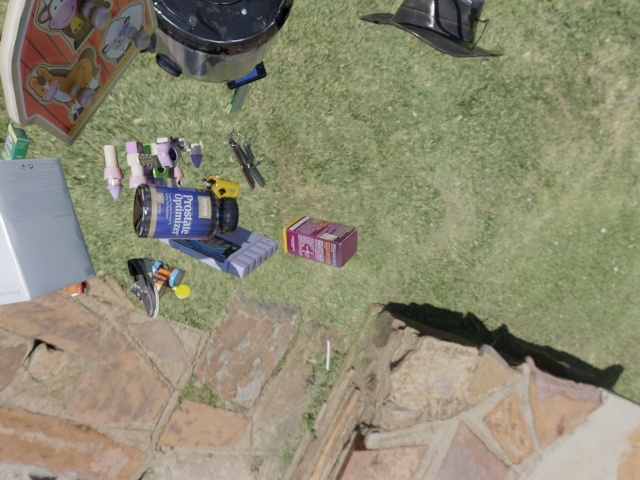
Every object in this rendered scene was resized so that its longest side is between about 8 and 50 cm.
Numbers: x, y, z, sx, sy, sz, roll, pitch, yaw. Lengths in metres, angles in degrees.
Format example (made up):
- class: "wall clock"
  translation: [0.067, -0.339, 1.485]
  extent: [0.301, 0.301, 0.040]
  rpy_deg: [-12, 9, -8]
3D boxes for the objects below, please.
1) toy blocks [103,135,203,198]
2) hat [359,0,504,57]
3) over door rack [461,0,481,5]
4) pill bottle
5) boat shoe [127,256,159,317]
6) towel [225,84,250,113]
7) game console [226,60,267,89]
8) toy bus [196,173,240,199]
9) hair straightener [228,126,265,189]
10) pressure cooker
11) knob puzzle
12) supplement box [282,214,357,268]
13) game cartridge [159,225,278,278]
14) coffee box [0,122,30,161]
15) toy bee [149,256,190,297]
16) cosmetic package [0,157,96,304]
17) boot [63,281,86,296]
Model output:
- class: "toy blocks"
  translation: [-0.595, -0.227, 1.536]
  extent: [0.308, 0.288, 0.260]
  rpy_deg: [-3, 96, 18]
- class: "hat"
  translation: [0.253, -0.481, 0.846]
  extent: [0.330, 0.331, 0.134]
  rpy_deg: [6, 126, -18]
- class: "over door rack"
  translation: [0.140, -0.410, 0.506]
  extent: [0.323, 0.239, 0.108]
  rpy_deg: [6, 102, -13]
- class: "pill bottle"
  translation: [-0.309, -0.063, 0.954]
  extent: [0.219, 0.122, 0.123]
  rpy_deg: [1, 98, -34]
- class: "boat shoe"
  translation: [-0.400, 0.106, 0.919]
  extent: [0.049, 0.152, 0.056]
  rpy_deg: [4, 139, -46]
- class: "towel"
  translation: [-0.315, -0.543, 1.564]
  extent: [0.023, 0.152, 0.113]
  rpy_deg: [28, 111, -4]
- class: "game console"
  translation: [-0.270, -0.603, 1.389]
  extent: [0.143, 0.085, 0.124]
  rpy_deg: [-19, 69, 4]
- class: "toy bus"
  translation: [-0.450, -0.230, 1.766]
  extent: [0.190, 0.202, 0.105]
  rpy_deg: [18, 100, 0]
- class: "hair straightener"
  translation: [-0.234, -0.275, 1.372]
  extent: [0.088, 0.047, 0.231]
  rpy_deg: [-8, 127, 19]
- class: "pressure cooker"
  translation: [-0.274, -0.587, 1.001]
  extent: [0.369, 0.420, 0.376]
  rpy_deg: [19, 91, -18]
- class: "knob puzzle"
  translation: [-0.201, -0.176, 0.362]
  extent: [0.030, 0.213, 0.213]
  rpy_deg: [32, 87, -9]
- class: "supplement box"
  translation: [0.000, 0.000, 1.159]
  extent: [0.104, 0.188, 0.081]
  rpy_deg: [-40, 137, -47]
- class: "game cartridge"
  translation: [-0.355, 0.001, 1.432]
  extent: [0.354, 0.230, 0.068]
  rpy_deg: [22, 116, 17]
- class: "coffee box"
  translation: [-1.040, -0.289, 1.386]
  extent: [0.040, 0.113, 0.184]
  rpy_deg: [4, 126, -51]
- class: "toy bee"
  translation: [-0.591, 0.154, 1.487]
  extent: [0.195, 0.298, 0.162]
  rpy_deg: [20, 79, 22]
- class: "cosmetic package"
  translation: [-0.556, -0.008, 0.717]
  extent: [0.223, 0.138, 0.225]
  rpy_deg: [-10, 100, 21]
- class: "boot"
  translation: [-0.761, 0.125, 1.295]
  extent: [0.157, 0.059, 0.085]
  rpy_deg: [-24, 109, 29]
